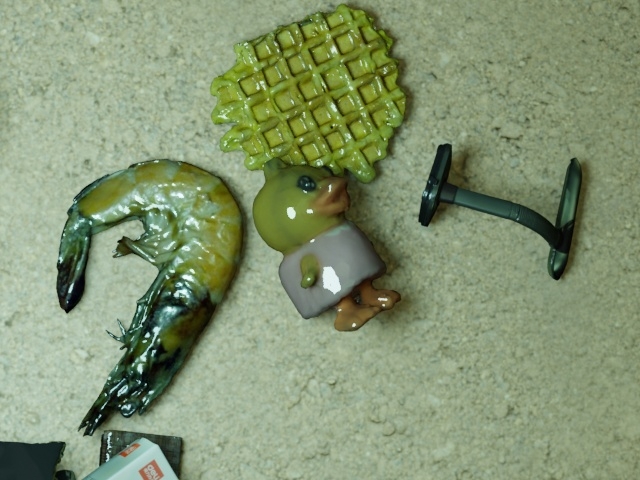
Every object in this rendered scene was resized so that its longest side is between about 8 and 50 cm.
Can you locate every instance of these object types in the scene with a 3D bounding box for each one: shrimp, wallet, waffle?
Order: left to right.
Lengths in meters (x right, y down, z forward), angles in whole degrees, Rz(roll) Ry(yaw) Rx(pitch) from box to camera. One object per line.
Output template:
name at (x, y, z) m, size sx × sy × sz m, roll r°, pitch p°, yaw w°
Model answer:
shrimp at (-0.285, 0.077, 1.937) m, size 0.272 × 0.085 × 0.445 m, roll 22°, pitch 74°, yaw -1°
wallet at (-0.271, 0.396, 1.898) m, size 0.124 × 0.042 × 0.230 m, roll 9°, pitch 78°, yaw -19°
waffle at (-0.017, -0.233, 2.049) m, size 0.312 × 0.060 × 0.307 m, roll 9°, pitch 78°, yaw -12°

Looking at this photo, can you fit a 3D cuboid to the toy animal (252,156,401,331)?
toy animal at (-0.004, 0.000, 1.959) m, size 0.195 × 0.169 × 0.281 m, roll -28°, pitch 96°, yaw -57°

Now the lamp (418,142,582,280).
lamp at (0.298, -0.083, 2.053) m, size 0.283 × 0.124 × 0.203 m, roll 20°, pitch 67°, yaw -9°

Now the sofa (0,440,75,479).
sofa at (-0.480, 0.391, 1.825) m, size 0.258 × 0.182 × 0.200 m, roll 5°, pitch 62°, yaw -10°

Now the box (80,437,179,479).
box at (-0.235, 0.426, 1.838) m, size 0.135 × 0.079 × 0.269 m, roll -34°, pitch 103°, yaw -27°
